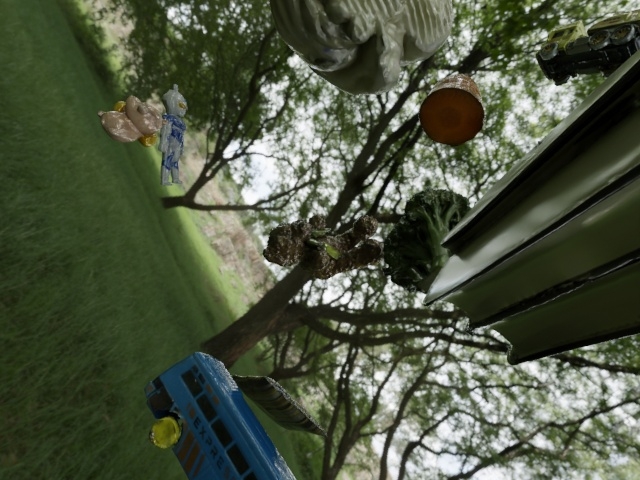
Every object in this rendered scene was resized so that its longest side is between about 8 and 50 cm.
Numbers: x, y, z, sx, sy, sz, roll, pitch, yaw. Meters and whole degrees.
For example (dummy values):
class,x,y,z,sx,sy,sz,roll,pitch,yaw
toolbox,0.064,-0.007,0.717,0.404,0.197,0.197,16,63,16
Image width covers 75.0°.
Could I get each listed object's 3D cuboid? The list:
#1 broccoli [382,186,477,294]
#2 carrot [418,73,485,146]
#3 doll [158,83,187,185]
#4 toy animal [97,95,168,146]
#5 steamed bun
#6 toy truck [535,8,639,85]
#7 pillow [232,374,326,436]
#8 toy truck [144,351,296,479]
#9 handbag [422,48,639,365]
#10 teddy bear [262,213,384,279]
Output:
class,x,y,z,sx,sy,sz,roll,pitch,yaw
broccoli,0.310,0.034,1.020,0.283,0.320,0.304,-53,152,-63
carrot,0.359,-0.363,1.091,0.158,0.225,0.159,16,-45,17
doll,-0.338,-0.242,0.959,0.114,0.057,0.228,-67,160,-79
toy animal,-0.339,-0.228,0.759,0.092,0.082,0.114,63,27,7
steamed bun,0.066,-0.464,0.822,0.339,0.352,0.247,43,-16,-27
toy truck,0.746,-0.532,1.121,0.124,0.157,0.272,39,-12,-32
pillow,-0.108,0.404,1.028,0.212,0.052,0.208,48,-33,-11
toy truck,-0.188,0.412,0.817,0.385,0.162,0.161,49,-10,23
handbag,0.268,-0.036,0.421,0.160,0.237,0.359,36,-26,5
teddy bear,0.007,-0.006,1.219,0.222,0.296,0.247,47,23,-34
